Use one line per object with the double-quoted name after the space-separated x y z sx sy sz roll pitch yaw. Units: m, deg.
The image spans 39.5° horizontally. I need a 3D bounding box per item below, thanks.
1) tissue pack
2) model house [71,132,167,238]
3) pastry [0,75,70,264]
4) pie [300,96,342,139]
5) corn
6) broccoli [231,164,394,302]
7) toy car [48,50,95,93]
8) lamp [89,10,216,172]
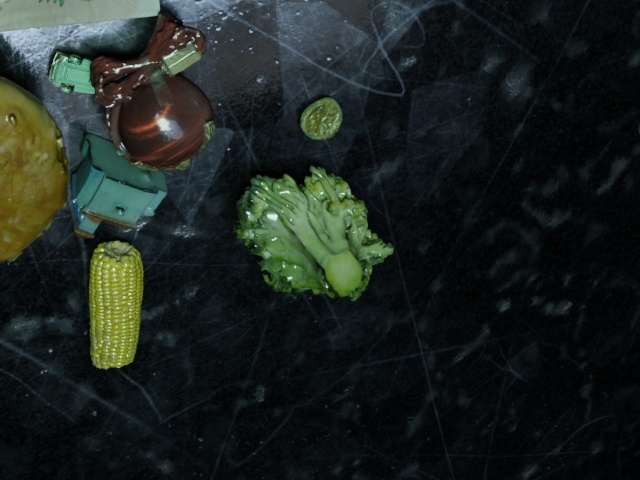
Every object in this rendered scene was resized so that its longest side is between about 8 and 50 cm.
-0.399 -0.389 1.263 0.326 0.071 0.170 -11 125 -20 "tissue pack"
-0.349 -0.071 1.460 0.148 0.119 0.148 22 117 -35 "model house"
-0.518 -0.110 1.298 0.285 0.184 0.315 -17 135 -27 "pastry"
0.002 -0.216 1.593 0.084 0.021 0.084 -15 124 -23 "pie"
-0.360 0.115 1.568 0.093 0.093 0.244 -5 124 -23 "corn"
0.000 0.000 1.580 0.288 0.245 0.247 -3 110 -30 "broccoli"
-0.356 -0.255 1.387 0.122 0.035 0.059 5 116 -41 "toy car"
-0.237 -0.208 1.378 0.215 0.151 0.223 -34 145 -2 "lamp"
